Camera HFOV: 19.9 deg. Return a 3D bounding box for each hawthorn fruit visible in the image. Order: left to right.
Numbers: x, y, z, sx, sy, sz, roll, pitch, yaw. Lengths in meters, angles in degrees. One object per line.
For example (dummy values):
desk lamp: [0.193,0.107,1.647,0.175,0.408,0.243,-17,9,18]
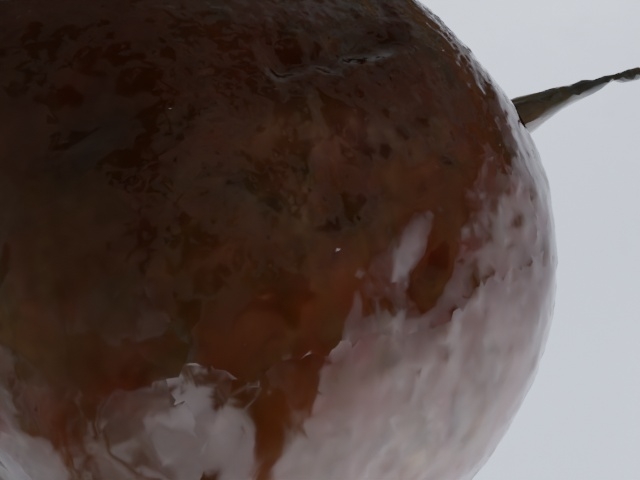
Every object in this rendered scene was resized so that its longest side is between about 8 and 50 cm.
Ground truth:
hawthorn fruit: [-0.014,-0.003,0.379,0.189,0.149,0.149,-34,-148,4]
